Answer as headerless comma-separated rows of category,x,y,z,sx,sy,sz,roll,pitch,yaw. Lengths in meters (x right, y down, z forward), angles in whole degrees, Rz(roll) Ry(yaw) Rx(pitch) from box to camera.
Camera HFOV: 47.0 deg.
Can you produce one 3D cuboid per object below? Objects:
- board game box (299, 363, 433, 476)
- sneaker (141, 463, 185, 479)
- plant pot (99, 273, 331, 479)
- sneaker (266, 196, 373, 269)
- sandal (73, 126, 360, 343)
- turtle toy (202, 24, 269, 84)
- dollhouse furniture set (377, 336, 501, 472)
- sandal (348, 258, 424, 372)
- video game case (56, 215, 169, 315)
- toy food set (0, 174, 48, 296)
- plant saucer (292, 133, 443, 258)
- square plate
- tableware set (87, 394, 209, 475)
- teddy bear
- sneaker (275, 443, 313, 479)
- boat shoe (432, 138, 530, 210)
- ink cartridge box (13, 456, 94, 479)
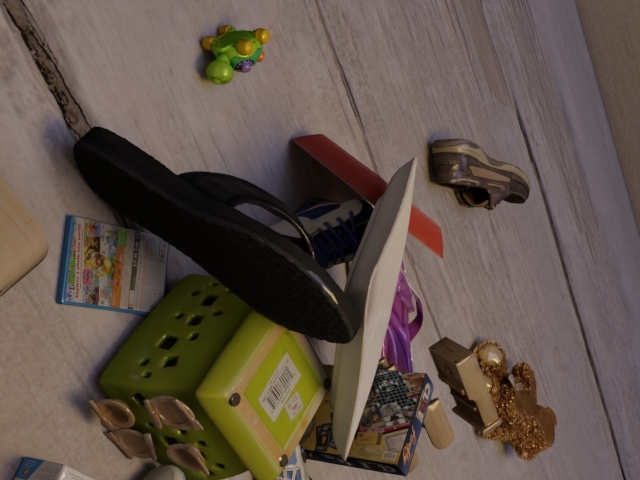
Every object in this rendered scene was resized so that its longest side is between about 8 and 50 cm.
board game box,0.053,0.292,1.232,0.042,0.243,0.165,55,47,-39
sneaker,-0.261,0.376,0.960,0.229,0.087,0.092,-48,128,-42
plant pot,-0.128,0.199,1.046,0.228,0.207,0.227,-55,130,-38
sneaker,0.001,0.000,1.262,0.315,0.182,0.127,-42,114,-46
sandal,-0.122,-0.029,0.950,0.107,0.445,0.167,-50,167,-28
turtle toy,-0.144,-0.305,1.214,0.130,0.095,0.066,-50,143,-41
dollhouse furniture set,0.186,0.317,1.353,0.242,0.212,0.161,-29,111,-15
sandal,0.157,0.148,1.491,0.169,0.102,0.416,-14,96,-51
video game case,-0.287,0.040,1.038,0.166,0.015,0.119,16,73,-49
toy food set,-0.467,-0.033,0.787,0.306,0.092,0.220,56,47,-18
plant saucer,0.098,-0.093,1.354,0.048,0.258,0.259,-51,133,5
square plate,0.077,0.094,1.121,0.344,0.049,0.347,-64,163,-51
tableware set,-0.222,0.251,0.963,0.020,0.168,0.141,-66,148,-47
teddy bear,0.459,0.400,1.841,0.338,0.113,0.245,34,52,-34
sneaker,-0.066,0.386,1.204,0.081,0.080,0.211,-46,119,-46
boat shoe,0.389,-0.139,1.818,0.355,0.132,0.130,19,80,-39
ink cartridge box,-0.338,0.329,0.874,0.052,0.088,0.122,48,51,-39
